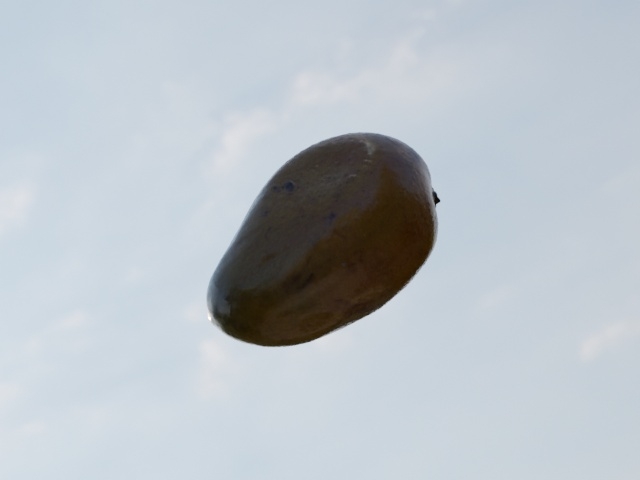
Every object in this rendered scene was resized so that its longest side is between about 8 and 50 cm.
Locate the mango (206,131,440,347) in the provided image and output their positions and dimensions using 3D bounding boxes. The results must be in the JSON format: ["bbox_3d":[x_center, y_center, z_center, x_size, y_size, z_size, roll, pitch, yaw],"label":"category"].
[{"bbox_3d":[0.007,0.001,1.153,0.165,0.115,0.089,-54,-34,-35],"label":"mango"}]
